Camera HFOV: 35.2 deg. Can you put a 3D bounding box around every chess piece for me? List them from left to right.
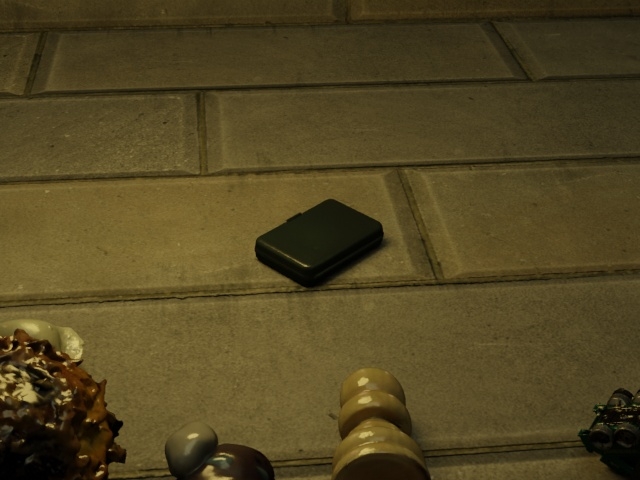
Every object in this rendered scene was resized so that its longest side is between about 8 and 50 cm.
[{"bbox_3d":[0.083,0.290,1.492,0.142,0.143,0.261,0,26,-1],"label":"chess piece"}]

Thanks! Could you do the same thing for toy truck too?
[{"bbox_3d":[0.499,0.290,1.469,0.216,0.116,0.110,-10,21,40],"label":"toy truck"}]

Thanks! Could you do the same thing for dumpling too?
[{"bbox_3d":[-0.478,0.193,1.635,0.188,0.108,0.127,3,57,-24],"label":"dumpling"}]

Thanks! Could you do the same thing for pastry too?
[{"bbox_3d":[-0.474,0.268,1.306,0.405,0.292,0.337,0,12,3],"label":"pastry"}]

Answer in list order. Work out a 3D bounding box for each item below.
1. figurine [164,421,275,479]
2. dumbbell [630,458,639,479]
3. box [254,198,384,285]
[{"bbox_3d":[-0.033,0.384,1.257,0.365,0.206,0.218,10,48,10],"label":"figurine"},{"bbox_3d":[0.582,0.374,1.299,0.322,0.204,0.204,1,33,0],"label":"dumbbell"},{"bbox_3d":[0.000,0.000,1.984,0.160,0.050,0.230,28,42,34],"label":"box"}]
